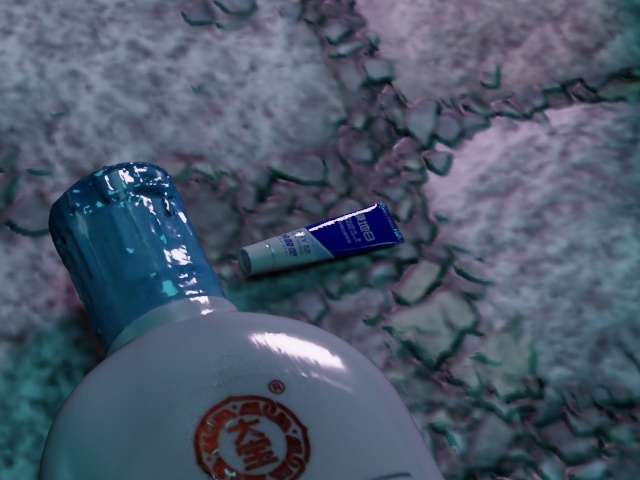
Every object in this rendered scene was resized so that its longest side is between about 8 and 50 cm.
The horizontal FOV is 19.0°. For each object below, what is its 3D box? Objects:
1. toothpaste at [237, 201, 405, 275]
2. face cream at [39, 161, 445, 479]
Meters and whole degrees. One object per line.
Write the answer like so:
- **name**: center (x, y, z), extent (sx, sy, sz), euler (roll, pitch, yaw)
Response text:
- **toothpaste**: center (0.000, 0.000, 0.913), extent (0.083, 0.015, 0.024), euler (-14, 64, -26)
- **face cream**: center (-0.027, 0.111, 0.780), extent (0.163, 0.080, 0.337), euler (-15, 58, -20)
